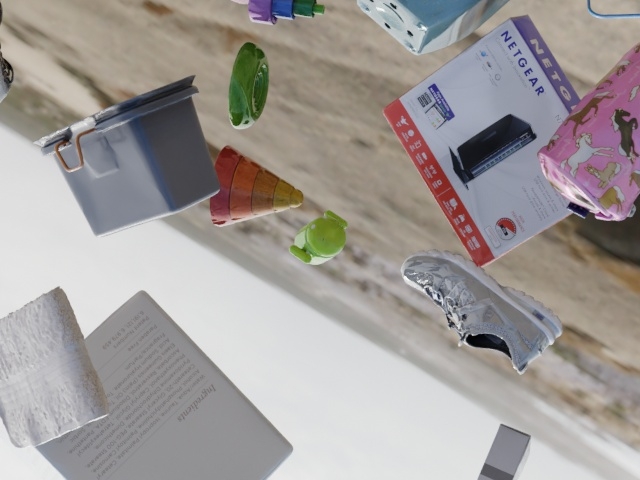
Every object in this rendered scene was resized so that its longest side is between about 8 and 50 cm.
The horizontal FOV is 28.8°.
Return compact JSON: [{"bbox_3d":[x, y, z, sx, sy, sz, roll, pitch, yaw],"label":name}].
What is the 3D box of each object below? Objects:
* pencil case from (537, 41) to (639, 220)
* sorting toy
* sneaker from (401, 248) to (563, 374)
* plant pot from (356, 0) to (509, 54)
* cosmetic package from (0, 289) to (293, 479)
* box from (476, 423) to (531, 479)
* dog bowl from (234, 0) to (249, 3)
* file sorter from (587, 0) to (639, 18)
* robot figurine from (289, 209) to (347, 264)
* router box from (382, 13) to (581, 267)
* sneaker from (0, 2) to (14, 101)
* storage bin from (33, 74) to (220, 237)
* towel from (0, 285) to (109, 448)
[{"bbox_3d":[0.519,-0.205,1.962,0.167,0.386,0.160,46,175,-38],"label":"pencil case"},{"bbox_3d":[-0.062,-0.190,1.794,0.126,0.366,0.127,11,179,12],"label":"sorting toy"},{"bbox_3d":[0.231,0.106,1.941,0.281,0.115,0.105,27,161,32],"label":"sneaker"},{"bbox_3d":[0.199,-0.467,2.133,0.248,0.252,0.247,41,169,5],"label":"plant pot"},{"bbox_3d":[-0.320,0.360,2.236,0.394,0.327,0.329,46,159,1],"label":"cosmetic package"},{"bbox_3d":[0.174,0.297,1.332,0.038,0.186,0.145,21,168,14],"label":"box"},{"bbox_3d":[-0.183,-0.538,1.950,0.408,0.150,0.408,42,-163,-16],"label":"dog bowl"},{"bbox_3d":[0.351,-0.340,1.381,0.118,0.104,0.170,0,145,11],"label":"file sorter"},{"bbox_3d":[0.000,0.000,1.988,0.067,0.101,0.115,50,157,-4],"label":"robot figurine"},{"bbox_3d":[0.313,-0.169,2.158,0.082,0.301,0.335,-24,-99,-55],"label":"router box"},{"bbox_3d":[-0.518,-0.274,1.904,0.108,0.271,0.100,-6,-122,-30],"label":"sneaker"},{"bbox_3d":[-0.145,-0.058,0.950,0.135,0.098,0.091,-16,99,44],"label":"storage bin"},{"bbox_3d":[-0.393,0.184,1.724,0.282,0.049,0.187,-27,83,50],"label":"towel"}]
